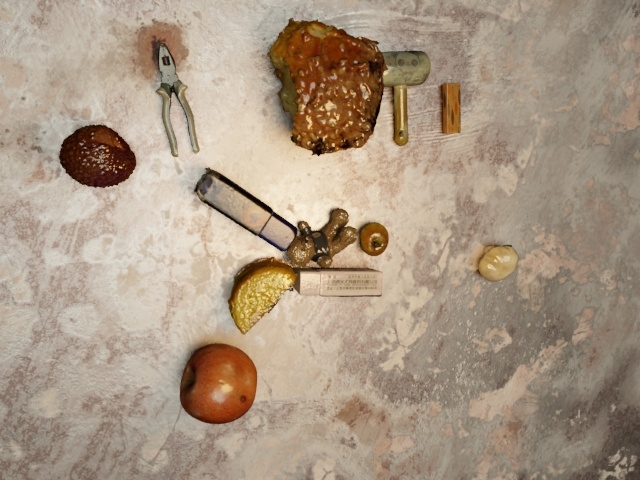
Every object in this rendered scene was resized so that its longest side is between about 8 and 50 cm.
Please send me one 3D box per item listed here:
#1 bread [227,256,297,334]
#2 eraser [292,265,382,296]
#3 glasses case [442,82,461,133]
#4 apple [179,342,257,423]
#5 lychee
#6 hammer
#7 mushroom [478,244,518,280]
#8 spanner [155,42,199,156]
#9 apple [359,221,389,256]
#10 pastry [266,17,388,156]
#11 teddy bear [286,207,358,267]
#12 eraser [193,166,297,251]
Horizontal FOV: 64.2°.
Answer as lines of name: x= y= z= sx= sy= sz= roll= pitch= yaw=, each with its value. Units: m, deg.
bread: x=-0.205 y=0.158 z=1.617 sx=0.260 sy=0.160 sz=0.147 roll=-45 pitch=102 yaw=1
eraser: x=0.055 y=0.135 z=1.702 sx=0.286 sy=0.130 sz=0.086 roll=2 pitch=96 yaw=-16
glasses case: x=0.451 y=-0.457 z=1.772 sx=0.064 sy=0.041 sz=0.170 roll=-9 pitch=101 yaw=-27
apple: x=-0.306 y=0.446 z=1.580 sx=0.253 sy=0.253 sz=0.254 roll=-3 pitch=99 yaw=-16
lychee: x=-0.627 y=-0.227 z=1.424 sx=0.188 sy=0.188 sz=0.188 roll=-3 pitch=99 yaw=-16
hammer: x=0.264 y=-0.466 z=1.693 sx=0.201 sy=0.113 sz=0.306 roll=-7 pitch=109 yaw=-12
mushroom: x=0.649 y=0.077 z=1.878 sx=0.154 sy=0.123 sz=0.154 roll=-19 pitch=142 yaw=-15
spanner: x=-0.435 y=-0.415 z=1.517 sx=0.095 sy=0.040 sz=0.325 roll=-12 pitch=103 yaw=-15
apple: x=0.183 y=-0.006 z=1.735 sx=0.099 sy=0.102 sz=0.114 roll=-14 pitch=110 yaw=-1
pastry: x=0.037 y=-0.457 z=1.520 sx=0.337 sy=0.292 sz=0.406 roll=-16 pitch=87 yaw=-13
teddy bear: x=0.004 y=0.013 z=1.674 sx=0.251 sy=0.182 sz=0.129 roll=-23 pitch=141 yaw=-13
eraser: x=-0.231 y=-0.096 z=1.570 sx=0.332 sy=0.155 sz=0.102 roll=35 pitch=90 yaw=-20
